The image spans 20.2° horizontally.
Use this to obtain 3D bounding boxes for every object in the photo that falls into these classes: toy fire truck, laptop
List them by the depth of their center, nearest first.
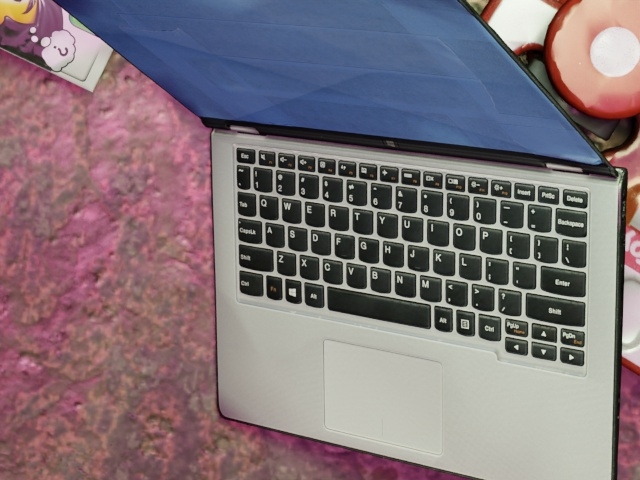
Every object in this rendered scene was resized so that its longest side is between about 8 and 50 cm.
[{"bbox_3d":[0.000,0.000,1.312,0.382,0.236,0.408,10,107,36],"label":"laptop"},{"bbox_3d":[0.224,-0.049,1.391,0.302,0.169,0.254,31,95,-3],"label":"toy fire truck"}]

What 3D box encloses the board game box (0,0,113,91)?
[{"bbox_3d":[-0.202,-0.295,1.423,0.193,0.053,0.305,25,103,-11],"label":"board game box"}]
